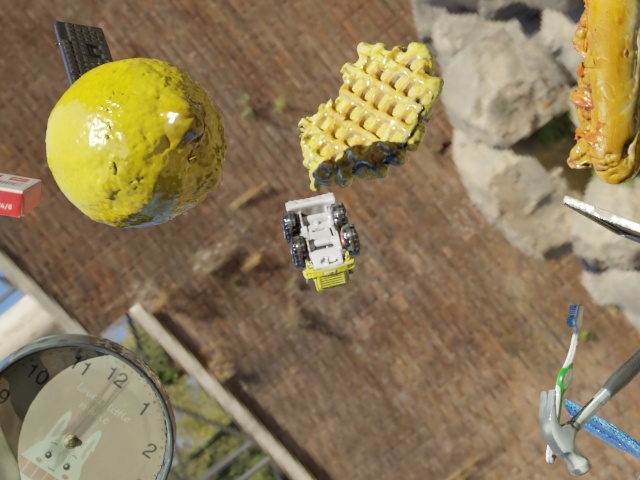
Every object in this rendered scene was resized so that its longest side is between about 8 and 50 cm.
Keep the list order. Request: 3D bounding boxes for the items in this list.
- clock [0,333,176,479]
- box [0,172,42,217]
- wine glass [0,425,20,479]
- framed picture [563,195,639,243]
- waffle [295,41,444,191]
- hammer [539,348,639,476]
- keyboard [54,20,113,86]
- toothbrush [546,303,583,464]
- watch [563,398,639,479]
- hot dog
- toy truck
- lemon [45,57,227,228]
[{"bbox_3d":[-0.449,0.362,1.957,0.386,0.386,0.076,51,175,-8],"label":"clock"},{"bbox_3d":[-0.611,-0.090,1.888,0.229,0.050,0.123,9,-167,-1],"label":"box"},{"bbox_3d":[-0.492,0.366,1.608,0.103,0.103,0.222,31,-141,-75],"label":"wine glass"},{"bbox_3d":[0.504,0.012,1.520,0.289,0.016,0.213,26,-176,39],"label":"framed picture"},{"bbox_3d":[0.082,-0.220,1.905,0.281,0.301,0.058,5,155,41],"label":"waffle"},{"bbox_3d":[0.364,0.177,1.360,0.103,0.246,0.029,54,153,-4],"label":"hammer"},{"bbox_3d":[-0.405,-0.289,1.925,0.101,0.018,0.310,3,-136,-29],"label":"keyboard"},{"bbox_3d":[0.455,0.265,2.027,0.030,0.304,0.030,11,167,3],"label":"toothbrush"},{"bbox_3d":[0.423,0.352,1.627,0.068,0.276,0.274,43,149,-16],"label":"watch"},{"bbox_3d":[0.403,-0.243,1.498,0.117,0.158,0.349,13,131,28],"label":"hot dog"},{"bbox_3d":[0.000,0.000,2.118,0.286,0.136,0.111,-106,5,-64],"label":"toy truck"},{"bbox_3d":[-0.264,-0.141,1.577,0.320,0.245,0.245,-8,129,52],"label":"lemon"}]
